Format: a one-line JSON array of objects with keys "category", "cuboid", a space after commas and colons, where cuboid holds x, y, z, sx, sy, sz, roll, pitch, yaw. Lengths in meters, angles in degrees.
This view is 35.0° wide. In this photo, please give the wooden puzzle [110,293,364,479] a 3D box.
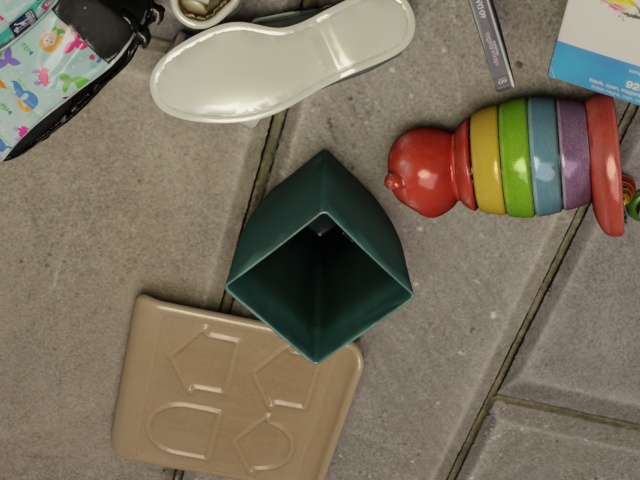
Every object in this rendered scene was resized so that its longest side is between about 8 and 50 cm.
[{"category": "wooden puzzle", "cuboid": [-0.134, 0.235, 1.566, 0.348, 0.080, 0.322, 15, 122, -3]}]

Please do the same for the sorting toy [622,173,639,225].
[{"category": "sorting toy", "cuboid": [0.425, -0.048, 1.384, 0.102, 0.042, 0.061, 27, 120, -16]}]

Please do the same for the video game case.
[{"category": "video game case", "cuboid": [0.159, -0.324, 1.115, 0.026, 0.196, 0.274, -15, 122, 13]}]

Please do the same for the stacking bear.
[{"category": "stacking bear", "cuboid": [0.228, -0.097, 1.295, 0.289, 0.175, 0.164, -5, 125, 13]}]

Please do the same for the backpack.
[{"category": "backpack", "cuboid": [-0.335, -0.221, 1.176, 0.191, 0.225, 0.253, 39, 114, -20]}]

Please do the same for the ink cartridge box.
[{"category": "ink cartridge box", "cuboid": [0.373, -0.289, 1.097, 0.168, 0.171, 0.232, 22, 138, 17]}]

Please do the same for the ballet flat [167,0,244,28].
[{"category": "ballet flat", "cuboid": [-0.071, -0.401, 1.110, 0.139, 0.139, 0.400, 21, 121, -12]}]

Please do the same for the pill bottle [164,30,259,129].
[{"category": "pill bottle", "cuboid": [-0.133, -0.198, 1.274, 0.137, 0.078, 0.078, 25, 120, -16]}]

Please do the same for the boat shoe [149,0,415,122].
[{"category": "boat shoe", "cuboid": [-0.045, -0.215, 1.214, 0.320, 0.099, 0.116, -19, 97, -4]}]

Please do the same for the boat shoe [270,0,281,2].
[{"category": "boat shoe", "cuboid": [-0.024, -0.343, 1.200, 0.137, 0.049, 0.043, -48, 69, 29]}]

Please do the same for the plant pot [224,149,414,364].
[{"category": "plant pot", "cuboid": [0.000, 0.000, 1.309, 0.166, 0.234, 0.165, -37, 115, 21]}]
